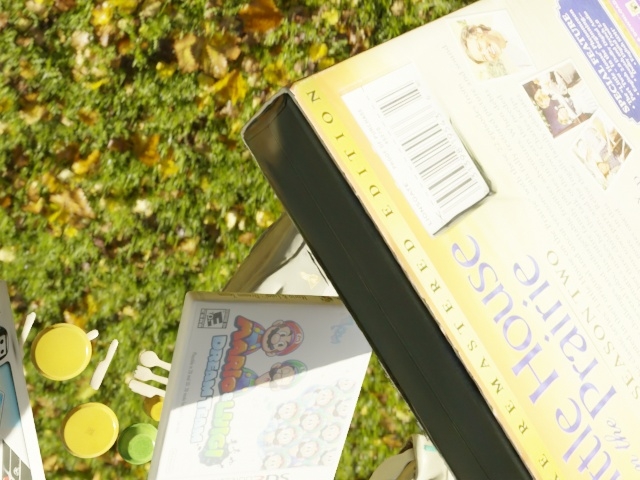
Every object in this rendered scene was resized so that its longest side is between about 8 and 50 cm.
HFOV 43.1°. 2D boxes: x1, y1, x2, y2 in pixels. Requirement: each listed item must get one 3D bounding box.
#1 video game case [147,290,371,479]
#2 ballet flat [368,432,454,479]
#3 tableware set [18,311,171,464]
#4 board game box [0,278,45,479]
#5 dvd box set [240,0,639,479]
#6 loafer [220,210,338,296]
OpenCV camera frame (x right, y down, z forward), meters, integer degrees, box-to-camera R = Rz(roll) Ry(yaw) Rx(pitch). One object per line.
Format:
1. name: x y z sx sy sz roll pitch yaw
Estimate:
1. video game case: -0.038 0.109 0.565 0.143 0.019 0.157 4 111 -28
2. ballet flat: 0.077 0.326 1.020 0.086 0.086 0.248 27 119 -16
3. tableware set: -0.197 0.130 0.689 0.154 0.024 0.104 24 85 -22
4. board game box: -0.246 0.171 0.448 0.053 0.305 0.193 -29 161 36
5. dvd box set: 0.187 -0.028 0.546 0.308 0.420 0.062 57 143 0
6. loafer: 0.000 0.000 0.775 0.319 0.111 0.112 -46 109 2
